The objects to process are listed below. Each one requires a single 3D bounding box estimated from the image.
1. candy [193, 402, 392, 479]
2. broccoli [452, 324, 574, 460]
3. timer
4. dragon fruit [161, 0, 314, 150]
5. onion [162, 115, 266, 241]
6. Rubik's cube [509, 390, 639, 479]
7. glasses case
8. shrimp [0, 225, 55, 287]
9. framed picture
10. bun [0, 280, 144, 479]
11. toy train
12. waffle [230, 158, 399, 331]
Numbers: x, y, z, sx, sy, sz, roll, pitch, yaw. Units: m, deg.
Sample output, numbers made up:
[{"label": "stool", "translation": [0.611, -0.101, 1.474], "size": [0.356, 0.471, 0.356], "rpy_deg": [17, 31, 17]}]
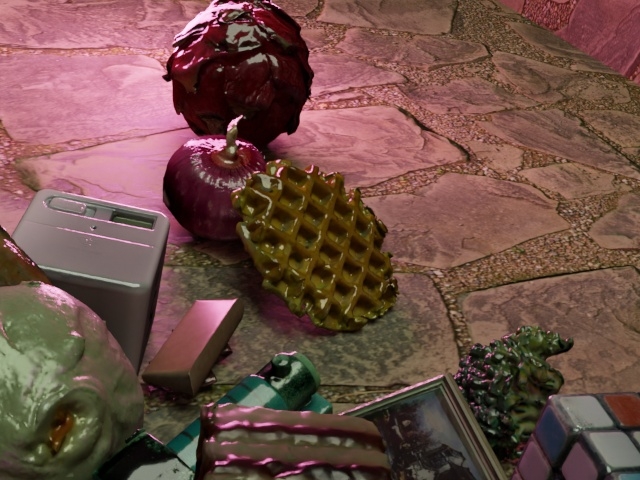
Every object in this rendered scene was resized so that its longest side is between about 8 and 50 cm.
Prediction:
[{"label": "candy", "translation": [-0.044, 0.314, 0.844], "size": [0.179, 0.321, 0.135], "rpy_deg": [6, 29, -10]}, {"label": "broccoli", "translation": [0.316, 0.227, 1.268], "size": [0.274, 0.199, 0.177], "rpy_deg": [13, -14, -18]}, {"label": "timer", "translation": [-0.325, 0.070, 1.210], "size": [0.192, 0.195, 0.194], "rpy_deg": [12, 31, -7]}, {"label": "dragon fruit", "translation": [-0.164, -0.347, 1.827], "size": [0.329, 0.329, 0.329], "rpy_deg": [11, 32, -7]}, {"label": "onion", "translation": [-0.186, -0.089, 1.553], "size": [0.200, 0.200, 0.207], "rpy_deg": [-19, 78, -43]}, {"label": "Rubik's cube", "translation": [0.386, 0.351, 1.034], "size": [0.256, 0.259, 0.253], "rpy_deg": [3, 36, -19]}, {"label": "glasses case", "translation": [-0.185, 0.163, 1.265], "size": [0.102, 0.070, 0.193], "rpy_deg": [-4, 28, 21]}, {"label": "shrimp", "translation": [-0.427, 0.101, 1.002], "size": [0.272, 0.445, 0.085], "rpy_deg": [-37, 13, -31]}, {"label": "framed picture", "translation": [0.112, 0.302, 1.110], "size": [0.232, 0.019, 0.296], "rpy_deg": [-21, 39, -4]}, {"label": "bun", "translation": [-0.312, 0.193, 0.916], "size": [0.293, 0.293, 0.187], "rpy_deg": [-4, 3, -29]}, {"label": "toy train", "translation": [-0.108, 0.247, 0.990], "size": [0.120, 0.194, 0.298], "rpy_deg": [31, 51, 29]}, {"label": "waffle", "translation": [0.000, 0.000, 1.473], "size": [0.302, 0.068, 0.325], "rpy_deg": [-10, 72, -42]}]
